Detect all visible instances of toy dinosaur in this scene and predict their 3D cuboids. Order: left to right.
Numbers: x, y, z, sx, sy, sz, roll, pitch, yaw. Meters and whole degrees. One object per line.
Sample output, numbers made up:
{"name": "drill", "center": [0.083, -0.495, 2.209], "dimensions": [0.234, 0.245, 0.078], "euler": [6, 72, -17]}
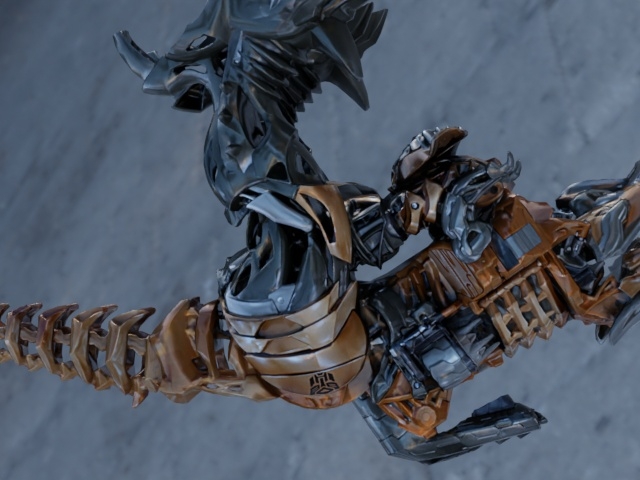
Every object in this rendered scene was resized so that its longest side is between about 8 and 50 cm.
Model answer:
{"name": "toy dinosaur", "center": [0.000, 0.000, 0.725], "dimensions": [0.164, 0.322, 0.218], "euler": [164, 94, -70]}
